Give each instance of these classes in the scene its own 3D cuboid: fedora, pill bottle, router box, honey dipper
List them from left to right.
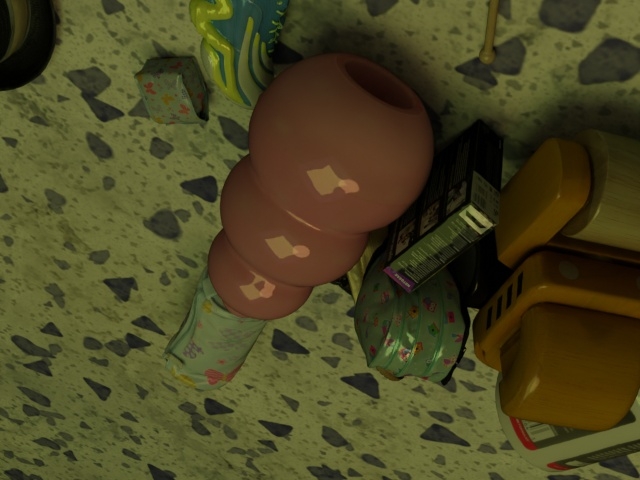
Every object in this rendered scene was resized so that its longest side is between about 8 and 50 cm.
[{"bbox_3d":[-0.479,-0.271,1.339,0.334,0.153,0.334,15,144,11],"label":"fedora"},{"bbox_3d":[0.138,-0.041,1.238,0.046,0.179,0.133,40,123,-16],"label":"router box"},{"bbox_3d":[0.175,-0.236,1.125,0.030,0.030,0.161,14,145,13],"label":"honey dipper"},{"bbox_3d":[0.386,0.177,1.408,0.176,0.176,0.318,37,143,-18],"label":"pill bottle"}]

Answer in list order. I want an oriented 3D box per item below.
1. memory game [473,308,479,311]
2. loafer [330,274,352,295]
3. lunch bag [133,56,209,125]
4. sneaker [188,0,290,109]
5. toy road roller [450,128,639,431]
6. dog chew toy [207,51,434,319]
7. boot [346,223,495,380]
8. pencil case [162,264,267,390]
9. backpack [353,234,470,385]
[{"bbox_3d":[0.256,0.058,1.468,0.186,0.012,0.186,15,143,12],"label":"memory game"},{"bbox_3d":[0.000,0.000,1.465,0.109,0.095,0.302,-6,135,35],"label":"loafer"},{"bbox_3d":[-0.178,-0.180,1.374,0.071,0.053,0.083,1,129,25],"label":"lunch bag"},{"bbox_3d":[-0.071,-0.239,1.204,0.126,0.091,0.240,1,138,27],"label":"sneaker"},{"bbox_3d":[0.290,0.060,1.226,0.202,0.241,0.329,10,145,-16],"label":"toy road roller"},{"bbox_3d":[-0.017,-0.043,1.262,0.206,0.207,0.332,29,117,-8],"label":"dog chew toy"},{"bbox_3d":[0.147,0.067,1.418,0.206,0.090,0.248,-11,121,13],"label":"boot"},{"bbox_3d":[-0.154,0.125,1.695,0.124,0.114,0.273,9,147,-18],"label":"pencil case"},{"bbox_3d":[0.103,0.085,1.284,0.115,0.182,0.152,6,120,-12],"label":"backpack"}]
